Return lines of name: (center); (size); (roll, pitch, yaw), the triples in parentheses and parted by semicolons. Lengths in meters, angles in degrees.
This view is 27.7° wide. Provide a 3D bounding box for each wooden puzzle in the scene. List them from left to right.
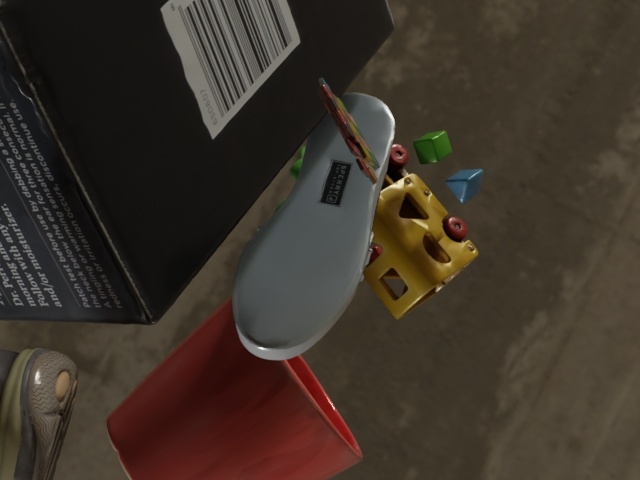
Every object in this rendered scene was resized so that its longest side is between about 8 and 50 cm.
wooden puzzle: (0.018, -0.070, 0.818); (0.006, 0.083, 0.049); (-31, 162, 11)

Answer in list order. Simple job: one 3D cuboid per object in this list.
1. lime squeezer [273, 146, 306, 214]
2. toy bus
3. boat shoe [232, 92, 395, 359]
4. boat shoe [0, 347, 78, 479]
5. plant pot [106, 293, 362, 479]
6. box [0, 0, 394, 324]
lime squeezer: (-0.035, -0.033, 1.516); (0.110, 0.059, 0.310); (-31, -149, 38)
toy bus: (0.065, -0.018, 1.366); (0.104, 0.202, 0.191); (-31, 123, -41)
boat shoe: (-0.004, -0.001, 1.239); (0.105, 0.113, 0.306); (92, 10, -53)
boat shoe: (-0.267, 0.212, 0.907); (0.132, 0.130, 0.355); (-82, -169, -66)
plant pot: (-0.117, 0.235, 1.646); (0.243, 0.275, 0.275); (-35, -172, 0)
box: (-0.262, -0.181, 1.179); (0.472, 0.297, 0.480); (1, -143, 32)
